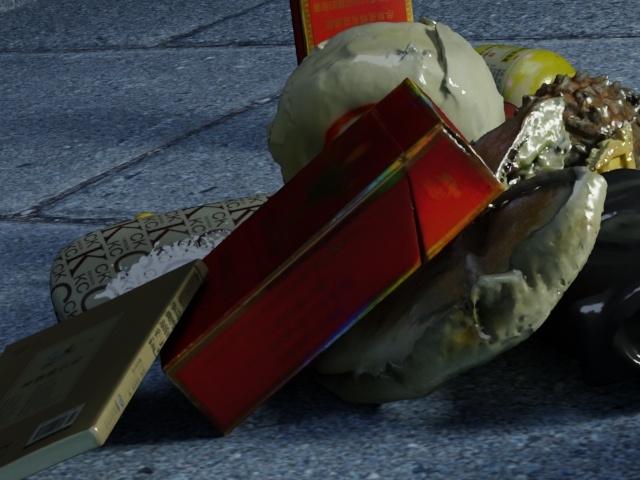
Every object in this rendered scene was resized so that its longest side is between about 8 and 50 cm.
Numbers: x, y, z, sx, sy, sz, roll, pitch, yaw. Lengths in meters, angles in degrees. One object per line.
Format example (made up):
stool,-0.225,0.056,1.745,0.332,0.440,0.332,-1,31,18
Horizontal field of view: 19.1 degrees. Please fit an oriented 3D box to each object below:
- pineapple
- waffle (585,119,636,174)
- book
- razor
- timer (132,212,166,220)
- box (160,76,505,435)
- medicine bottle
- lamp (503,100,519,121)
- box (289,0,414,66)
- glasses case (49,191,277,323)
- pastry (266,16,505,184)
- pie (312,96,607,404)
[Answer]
pineapple,0.280,-0.110,2.059,0.166,0.166,0.193,-5,13,11
waffle,0.249,-0.041,1.899,0.191,0.125,0.032,-18,17,-39
book,-0.221,0.122,1.556,0.217,0.021,0.310,-25,16,22
razor,0.269,0.033,1.642,0.204,0.113,0.349,-15,17,-6
timer,-0.169,0.005,1.953,0.107,0.109,0.107,-14,-25,-7
box,0.000,0.008,1.636,0.313,0.089,0.197,-42,15,6
medicine bottle,0.270,-0.176,2.342,0.122,0.122,0.212,-19,20,-34
lamp,0.201,-0.118,2.236,0.101,0.090,0.101,-44,14,14
box,0.047,-0.248,2.477,0.153,0.240,0.074,-12,17,-16
glasses case,-0.085,0.025,1.838,0.354,0.085,0.137,-11,44,-6
pastry,0.070,-0.108,1.985,0.264,0.265,0.133,-3,33,15
pie,0.118,0.015,1.637,0.337,0.075,0.337,-41,18,17
